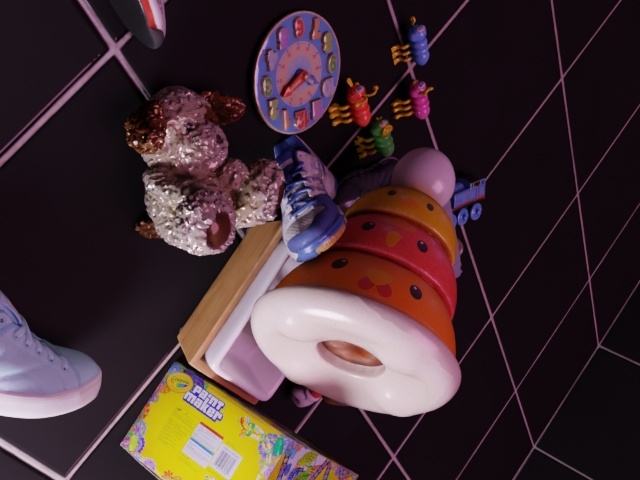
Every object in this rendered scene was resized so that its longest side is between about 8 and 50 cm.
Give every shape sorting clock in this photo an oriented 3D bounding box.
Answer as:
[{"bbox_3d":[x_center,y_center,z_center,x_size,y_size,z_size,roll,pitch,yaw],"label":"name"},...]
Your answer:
[{"bbox_3d":[-0.035,-0.279,1.376,0.206,0.040,0.206,-30,133,-39],"label":"shape sorting clock"}]

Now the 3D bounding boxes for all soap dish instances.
[{"bbox_3d":[-0.108,0.126,1.468,0.291,0.118,0.229,-56,144,-10],"label":"soap dish"}]

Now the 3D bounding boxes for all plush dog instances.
[{"bbox_3d":[-0.194,-0.113,1.197,0.262,0.210,0.226,-35,121,-60],"label":"plush dog"}]

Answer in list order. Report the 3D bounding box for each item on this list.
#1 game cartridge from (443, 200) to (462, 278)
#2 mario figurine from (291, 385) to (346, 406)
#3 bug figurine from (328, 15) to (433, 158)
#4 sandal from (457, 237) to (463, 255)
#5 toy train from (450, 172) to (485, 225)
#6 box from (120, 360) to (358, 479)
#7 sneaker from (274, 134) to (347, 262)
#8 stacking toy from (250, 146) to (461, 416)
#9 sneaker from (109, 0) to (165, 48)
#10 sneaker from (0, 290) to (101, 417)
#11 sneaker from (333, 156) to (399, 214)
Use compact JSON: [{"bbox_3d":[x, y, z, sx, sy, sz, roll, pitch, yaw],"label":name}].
[{"bbox_3d":[0.207,0.019,1.805,0.198,0.062,0.297,-26,134,-8],"label":"game cartridge"},{"bbox_3d":[0.004,0.227,1.706,0.320,0.170,0.198,65,17,-58],"label":"mario figurine"},{"bbox_3d":[0.141,-0.280,1.572,0.279,0.072,0.216,-48,142,-22],"label":"bug figurine"},{"bbox_3d":[0.306,0.012,1.980,0.072,0.049,0.180,-61,144,-5],"label":"sandal"},{"bbox_3d":[0.310,-0.090,1.903,0.184,0.080,0.105,-22,119,-40],"label":"toy train"},{"bbox_3d":[-0.137,0.389,1.445,0.177,0.290,0.279,-57,145,-10],"label":"box"},{"bbox_3d":[-0.039,-0.074,1.335,0.111,0.296,0.131,-31,115,9],"label":"sneaker"},{"bbox_3d":[0.115,0.023,1.409,0.480,0.350,0.351,-68,150,-31],"label":"stacking toy"},{"bbox_3d":[-0.218,-0.388,1.036,0.145,0.090,0.270,-43,137,-23],"label":"sneaker"},{"bbox_3d":[-0.417,0.136,1.070,0.366,0.135,0.150,18,99,-55],"label":"sneaker"},{"bbox_3d":[0.111,-0.100,1.621,0.223,0.098,0.083,-35,135,-35],"label":"sneaker"}]
